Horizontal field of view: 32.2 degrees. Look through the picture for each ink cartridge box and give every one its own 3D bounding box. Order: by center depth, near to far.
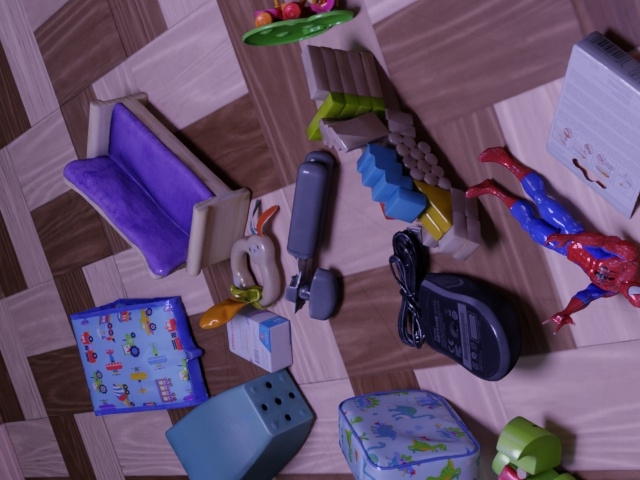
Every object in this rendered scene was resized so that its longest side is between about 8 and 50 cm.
[{"bbox_3d":[0.339,-0.131,1.278,0.145,0.045,0.179,45,155,28],"label":"ink cartridge box"},{"bbox_3d":[-0.109,0.169,1.957,0.122,0.052,0.089,20,121,44],"label":"ink cartridge box"}]

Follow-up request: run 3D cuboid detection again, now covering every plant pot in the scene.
[{"bbox_3d":[-0.128,0.338,1.981,0.234,0.165,0.165,-46,69,42],"label":"plant pot"}]

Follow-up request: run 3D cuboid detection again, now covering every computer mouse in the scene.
[{"bbox_3d":[0.198,0.098,1.532,0.272,0.072,0.189,33,133,55],"label":"computer mouse"}]

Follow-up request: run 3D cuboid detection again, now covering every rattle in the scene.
[{"bbox_3d":[-0.143,0.036,1.873,0.200,0.142,0.130,100,152,-43],"label":"rattle"}]

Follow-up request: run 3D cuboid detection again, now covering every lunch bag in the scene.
[{"bbox_3d":[0.127,0.296,1.584,0.219,0.176,0.090,-129,34,-66],"label":"lunch bag"},{"bbox_3d":[-0.350,0.231,2.245,0.293,0.138,0.221,-8,98,43],"label":"lunch bag"}]

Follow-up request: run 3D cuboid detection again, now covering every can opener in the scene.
[{"bbox_3d":[0.000,0.000,1.746,0.095,0.076,0.283,16,123,10],"label":"can opener"}]

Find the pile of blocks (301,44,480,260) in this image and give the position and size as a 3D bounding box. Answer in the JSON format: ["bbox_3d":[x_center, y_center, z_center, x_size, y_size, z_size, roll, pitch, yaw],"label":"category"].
[{"bbox_3d":[0.073,-0.102,1.521,0.362,0.149,0.113,56,141,17],"label":"pile of blocks"}]

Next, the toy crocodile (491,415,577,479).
[{"bbox_3d":[0.267,0.383,1.539,0.115,0.105,0.341,39,134,34],"label":"toy crocodile"}]

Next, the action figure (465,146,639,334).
[{"bbox_3d":[0.271,0.003,1.338,0.280,0.139,0.091,40,136,30],"label":"action figure"}]

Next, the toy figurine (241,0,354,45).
[{"bbox_3d":[-0.044,-0.378,1.587,0.173,0.130,0.159,-11,89,31],"label":"toy figurine"}]

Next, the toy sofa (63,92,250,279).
[{"bbox_3d":[-0.301,-0.102,1.969,0.362,0.177,0.150,43,136,32],"label":"toy sofa"}]
